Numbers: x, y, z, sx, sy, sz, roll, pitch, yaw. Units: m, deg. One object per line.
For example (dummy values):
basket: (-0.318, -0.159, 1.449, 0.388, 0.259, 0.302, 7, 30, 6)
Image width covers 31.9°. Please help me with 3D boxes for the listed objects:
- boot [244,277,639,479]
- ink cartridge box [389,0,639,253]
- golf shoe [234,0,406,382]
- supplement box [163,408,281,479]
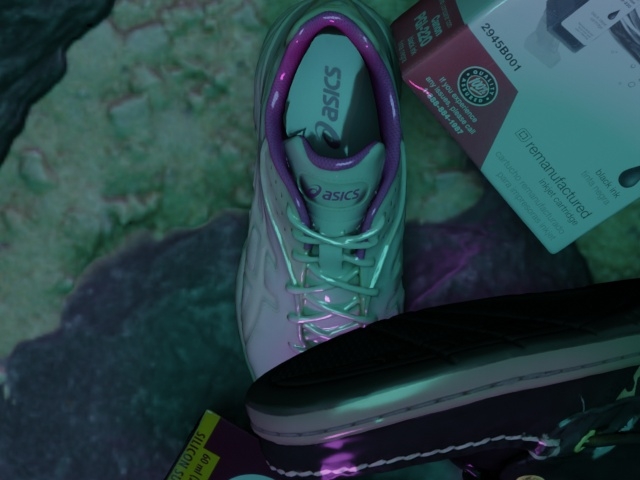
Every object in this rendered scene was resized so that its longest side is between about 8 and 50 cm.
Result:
boot: (0.148, 0.174, 0.648, 0.377, 0.138, 0.284, -8, 97, -29)
ink cartridge box: (0.173, -0.120, 0.646, 0.218, 0.092, 0.158, -37, 113, 17)
golf shoe: (0.000, 0.000, 0.681, 0.115, 0.140, 0.306, -2, 94, 0)
supplement box: (-0.022, 0.204, 0.698, 0.188, 0.081, 0.104, 30, 57, -1)
